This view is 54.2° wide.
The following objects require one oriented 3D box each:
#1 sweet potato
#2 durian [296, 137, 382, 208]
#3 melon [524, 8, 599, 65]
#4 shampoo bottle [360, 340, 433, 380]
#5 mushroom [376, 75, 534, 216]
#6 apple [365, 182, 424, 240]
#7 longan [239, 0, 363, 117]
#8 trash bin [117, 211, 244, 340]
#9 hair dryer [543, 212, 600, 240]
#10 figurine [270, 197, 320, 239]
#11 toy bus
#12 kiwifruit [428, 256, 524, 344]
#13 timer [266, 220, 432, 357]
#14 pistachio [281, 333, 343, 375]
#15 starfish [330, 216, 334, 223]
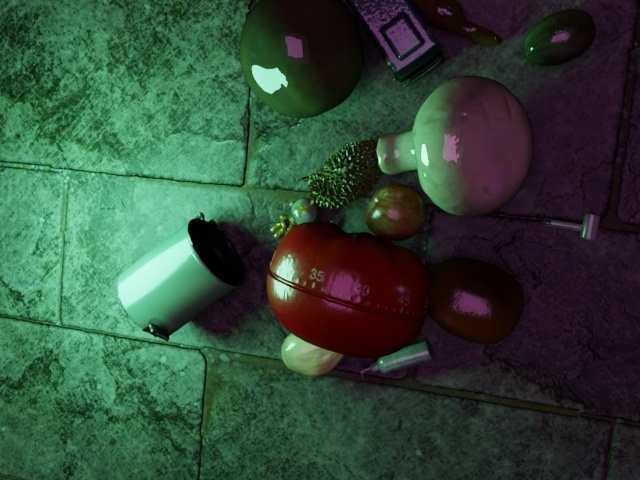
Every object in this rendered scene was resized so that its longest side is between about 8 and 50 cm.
[{"bbox_3d":[0.314,-0.538,1.502,0.269,0.075,0.075,33,102,6],"label":"sweet potato"},{"bbox_3d":[0.063,-0.163,1.574,0.220,0.095,0.137,-31,84,5],"label":"durian"},{"bbox_3d":[0.549,-0.462,1.424,0.167,0.114,0.114,-19,90,17],"label":"melon"},{"bbox_3d":[0.193,0.311,1.617,0.195,0.056,0.056,-19,90,15],"label":"shampoo bottle"},{"bbox_3d":[0.310,-0.214,1.415,0.355,0.315,0.316,3,96,2],"label":"mushroom"},{"bbox_3d":[0.188,-0.067,1.542,0.130,0.146,0.146,23,101,-9],"label":"apple"},{"bbox_3d":[-0.047,-0.456,1.499,0.318,0.319,0.319,1,95,15],"label":"longan"},{"bbox_3d":[-0.369,0.100,1.664,0.262,0.217,0.277,-35,46,16],"label":"trash bin"},{"bbox_3d":[0.598,-0.039,1.494,0.124,0.038,0.063,11,96,21],"label":"hair dryer"},{"bbox_3d":[-0.068,-0.060,1.648,0.143,0.068,0.102,-11,74,20],"label":"figurine"},{"bbox_3d":[0.171,-0.520,1.493,0.138,0.167,0.275,-33,87,15],"label":"toy bus"},{"bbox_3d":[0.359,0.139,1.491,0.233,0.196,0.196,25,101,15],"label":"kiwifruit"},{"bbox_3d":[0.064,0.113,1.436,0.377,0.378,0.279,18,92,13],"label":"timer"},{"bbox_3d":[-0.005,0.277,1.634,0.200,0.117,0.145,-19,75,9],"label":"pistachio"},{"bbox_3d":[0.003,0.000,1.652,0.130,0.041,0.133,29,83,30],"label":"starfish"}]
